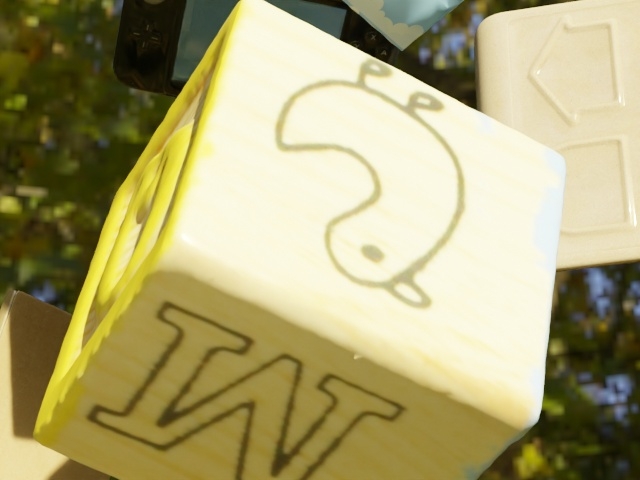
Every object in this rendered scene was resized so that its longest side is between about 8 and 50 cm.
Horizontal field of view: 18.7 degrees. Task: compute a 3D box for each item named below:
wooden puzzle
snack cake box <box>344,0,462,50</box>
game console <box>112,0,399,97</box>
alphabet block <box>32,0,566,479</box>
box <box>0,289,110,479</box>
[{"bbox_3d":[0.341,-0.116,2.084,0.348,0.322,0.080,-9,-27,17],"label":"wooden puzzle"},{"bbox_3d":[0.000,-0.283,1.563,0.089,0.152,0.264,-39,-42,15],"label":"snack cake box"},{"bbox_3d":[-0.060,-0.207,1.947,0.293,0.173,0.250,12,-59,-3],"label":"game console"},{"bbox_3d":[-0.009,0.029,1.008,0.197,0.192,0.193,25,-46,-14],"label":"alphabet block"},{"bbox_3d":[-0.260,0.170,1.863,0.164,0.201,0.021,28,-21,-32],"label":"box"}]
